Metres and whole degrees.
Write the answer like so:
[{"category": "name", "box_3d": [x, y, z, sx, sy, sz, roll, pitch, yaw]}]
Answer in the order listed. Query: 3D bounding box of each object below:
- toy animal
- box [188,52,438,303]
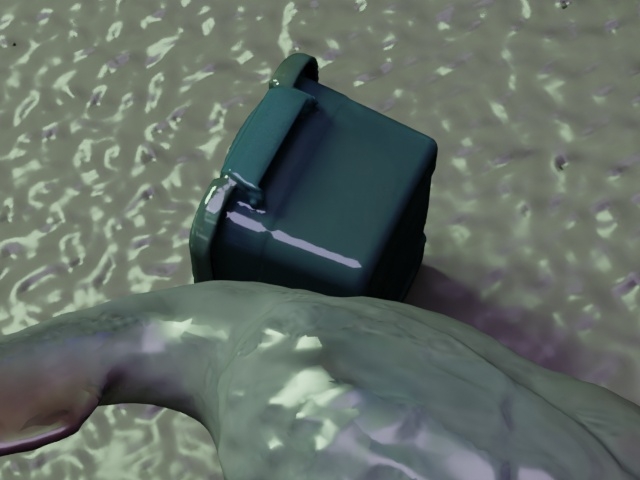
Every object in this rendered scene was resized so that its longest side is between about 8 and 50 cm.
[{"category": "toy animal", "box_3d": [0.014, 0.052, 0.438, 0.324, 0.090, 0.195, -2, 38, 2]}, {"category": "box", "box_3d": [0.000, 0.000, 0.566, 0.054, 0.099, 0.074, 24, 64, 12]}]
